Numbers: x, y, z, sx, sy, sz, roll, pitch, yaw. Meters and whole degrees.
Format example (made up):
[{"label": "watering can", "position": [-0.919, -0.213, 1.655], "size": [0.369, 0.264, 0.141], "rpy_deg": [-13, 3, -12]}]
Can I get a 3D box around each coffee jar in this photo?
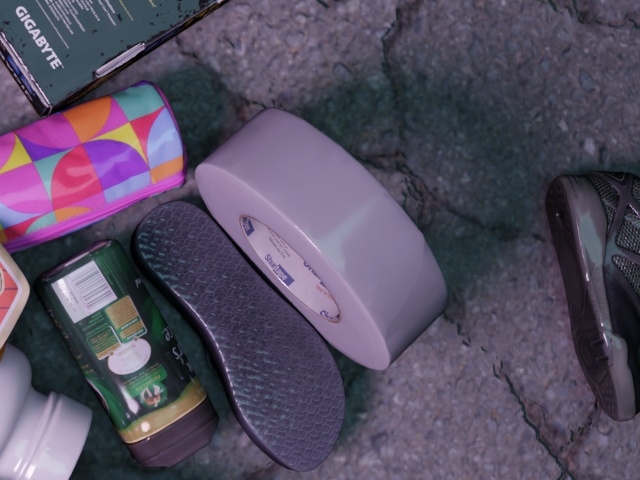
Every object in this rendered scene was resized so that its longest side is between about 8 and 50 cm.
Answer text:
[{"label": "coffee jar", "position": [-0.154, 0.093, 1.112], "size": [0.079, 0.096, 0.184], "rpy_deg": [-30, 98, -13]}]

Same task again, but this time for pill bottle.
[{"label": "pill bottle", "position": [-0.304, 0.120, 1.042], "size": [0.245, 0.136, 0.136], "rpy_deg": [28, 80, -14]}]

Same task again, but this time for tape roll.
[{"label": "tape roll", "position": [0.000, 0.000, 1.099], "size": [0.072, 0.219, 0.219], "rpy_deg": [-44, 100, -14]}]

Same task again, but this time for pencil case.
[{"label": "pencil case", "position": [-0.219, -0.041, 1.097], "size": [0.236, 0.104, 0.104], "rpy_deg": [-27, 96, -16]}]

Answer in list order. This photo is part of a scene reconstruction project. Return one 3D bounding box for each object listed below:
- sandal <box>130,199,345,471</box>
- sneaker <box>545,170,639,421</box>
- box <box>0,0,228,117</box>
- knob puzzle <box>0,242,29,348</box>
[{"label": "sandal", "position": [-0.065, 0.078, 1.170], "size": [0.097, 0.054, 0.254], "rpy_deg": [-32, 88, -23]}, {"label": "sneaker", "position": [0.289, 0.045, 1.256], "size": [0.130, 0.087, 0.228], "rpy_deg": [-9, 85, -11]}, {"label": "box", "position": [-0.206, -0.301, 1.117], "size": [0.257, 0.079, 0.322], "rpy_deg": [-36, 98, -15]}, {"label": "knob puzzle", "position": [-0.300, 0.035, 0.977], "size": [0.213, 0.030, 0.213], "rpy_deg": [9, 68, -23]}]
